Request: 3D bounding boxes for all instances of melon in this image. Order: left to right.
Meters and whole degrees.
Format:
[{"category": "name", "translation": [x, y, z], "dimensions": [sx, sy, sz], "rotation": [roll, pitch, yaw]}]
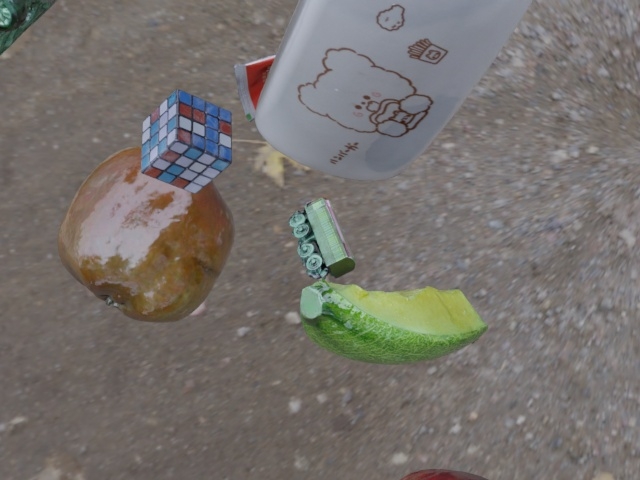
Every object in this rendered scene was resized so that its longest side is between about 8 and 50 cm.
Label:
[{"category": "melon", "translation": [0.087, 0.126, 1.856], "dimensions": [0.196, 0.323, 0.124], "rotation": [-14, 78, 40]}]

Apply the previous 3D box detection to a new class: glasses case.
[{"category": "glasses case", "translation": [0.024, -0.077, 0.484], "dimensions": [0.074, 0.193, 0.049], "rotation": [20, 64, -7]}]

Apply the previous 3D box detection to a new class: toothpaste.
[{"category": "toothpaste", "translation": [0.046, -0.215, 1.378], "dimensions": [0.301, 0.075, 0.048], "rotation": [-22, 75, -13]}]

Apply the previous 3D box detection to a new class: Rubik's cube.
[{"category": "Rubik's cube", "translation": [-0.183, -0.134, 1.688], "dimensions": [0.092, 0.092, 0.092], "rotation": [-36, 46, 39]}]

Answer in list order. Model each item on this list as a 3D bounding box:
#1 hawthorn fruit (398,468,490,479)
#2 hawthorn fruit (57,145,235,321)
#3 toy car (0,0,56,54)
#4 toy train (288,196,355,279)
[{"category": "hawthorn fruit", "translation": [0.070, 0.278, 0.835], "dimensions": [0.215, 0.249, 0.215], "rotation": [19, 130, 24]}, {"category": "hawthorn fruit", "translation": [-0.266, -0.029, 1.970], "dimensions": [0.268, 0.268, 0.300], "rotation": [27, 87, 12]}, {"category": "toy car", "translation": [-0.284, -0.311, 1.158], "dimensions": [0.097, 0.141, 0.320], "rotation": [31, 141, 3]}, {"category": "toy train", "translation": [0.000, 0.000, 1.730], "dimensions": [0.071, 0.148, 0.038], "rotation": [-20, 133, 0]}]
